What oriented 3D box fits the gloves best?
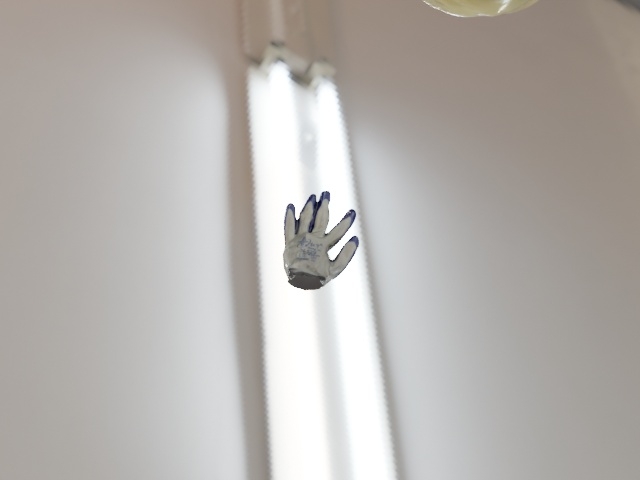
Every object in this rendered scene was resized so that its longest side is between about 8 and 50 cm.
[{"bbox_3d":[0.000,0.000,1.297,0.064,0.026,0.086,6,-115,-3],"label":"gloves"}]

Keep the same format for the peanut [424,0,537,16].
[{"bbox_3d":[0.067,-0.184,0.767,0.159,0.109,0.140,-88,-18,-57],"label":"peanut"}]
